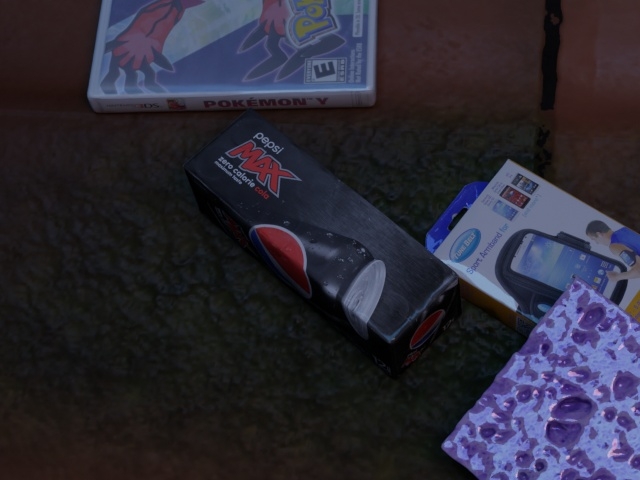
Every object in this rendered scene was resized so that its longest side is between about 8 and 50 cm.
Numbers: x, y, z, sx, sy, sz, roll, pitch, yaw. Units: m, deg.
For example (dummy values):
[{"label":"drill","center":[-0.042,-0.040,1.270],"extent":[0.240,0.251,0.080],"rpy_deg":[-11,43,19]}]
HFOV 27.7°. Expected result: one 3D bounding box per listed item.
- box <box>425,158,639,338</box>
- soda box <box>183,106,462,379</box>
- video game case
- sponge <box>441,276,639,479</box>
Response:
[{"label":"box","center":[0.127,0.012,0.734],"extent":[0.136,0.028,0.081],"rpy_deg":[33,71,19]},{"label":"soda box","center":[0.000,0.000,0.741],"extent":[0.169,0.053,0.060],"rpy_deg":[39,72,24]},{"label":"video game case","center":[-0.052,-0.174,0.859],"extent":[0.183,0.023,0.201],"rpy_deg":[-1,62,6]},{"label":"sponge","center":[0.176,0.127,0.647],"extent":[0.210,0.031,0.117],"rpy_deg":[39,88,22]}]
